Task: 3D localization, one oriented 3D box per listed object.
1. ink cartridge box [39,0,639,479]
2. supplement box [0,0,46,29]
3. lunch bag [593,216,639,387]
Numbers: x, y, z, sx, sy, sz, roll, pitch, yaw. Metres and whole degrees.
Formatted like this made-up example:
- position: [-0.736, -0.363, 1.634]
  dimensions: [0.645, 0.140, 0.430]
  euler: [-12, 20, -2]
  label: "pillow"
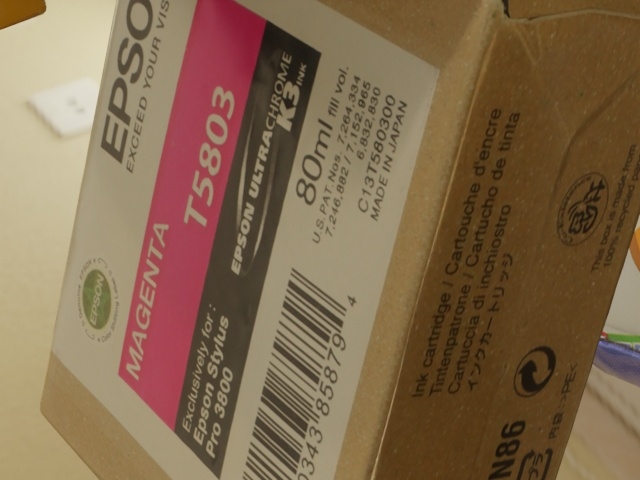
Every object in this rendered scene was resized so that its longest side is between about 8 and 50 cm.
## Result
- position: [0.000, 0.000, 0.521]
  dimensions: [0.193, 0.088, 0.235]
  euler: [35, 119, 46]
  label: "ink cartridge box"
- position: [-0.216, -0.140, 0.473]
  dimensions: [0.191, 0.194, 0.129]
  euler: [71, 176, -50]
  label: "supplement box"
- position: [0.290, -0.075, 0.706]
  dimensions: [0.385, 0.239, 0.328]
  euler: [-61, 28, -2]
  label: "lunch bag"
